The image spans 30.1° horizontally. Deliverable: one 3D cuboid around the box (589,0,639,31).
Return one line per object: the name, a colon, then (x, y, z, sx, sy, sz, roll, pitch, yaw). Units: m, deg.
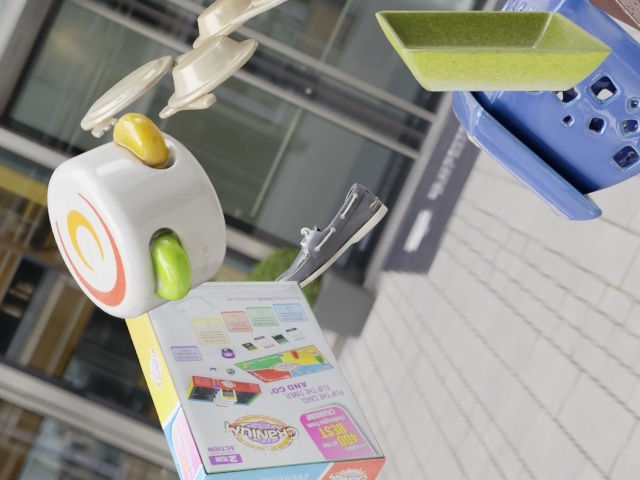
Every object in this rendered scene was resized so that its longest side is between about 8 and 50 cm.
box: (0.277, -0.262, 0.922, 0.168, 0.167, 0.203, -47, 34, 8)

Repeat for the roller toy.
roller toy: (-0.205, -0.024, 1.352, 0.146, 0.209, 0.191, -28, -2, -33)

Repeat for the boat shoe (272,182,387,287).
boat shoe: (0.000, 0.000, 1.705, 0.206, 0.065, 0.075, -41, 11, -3)

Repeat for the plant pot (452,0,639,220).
plant pot: (0.298, -0.172, 1.462, 0.212, 0.236, 0.236, -49, 13, 13)

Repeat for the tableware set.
tableware set: (-0.056, -0.110, 0.653, 0.168, 0.020, 0.141, -46, 21, -26)

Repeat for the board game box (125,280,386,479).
board game box: (-0.089, 0.180, 1.493, 0.316, 0.242, 0.064, 63, 141, 42)

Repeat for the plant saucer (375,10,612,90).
plant saucer: (0.155, -0.178, 1.123, 0.188, 0.188, 0.045, -103, 14, -68)
